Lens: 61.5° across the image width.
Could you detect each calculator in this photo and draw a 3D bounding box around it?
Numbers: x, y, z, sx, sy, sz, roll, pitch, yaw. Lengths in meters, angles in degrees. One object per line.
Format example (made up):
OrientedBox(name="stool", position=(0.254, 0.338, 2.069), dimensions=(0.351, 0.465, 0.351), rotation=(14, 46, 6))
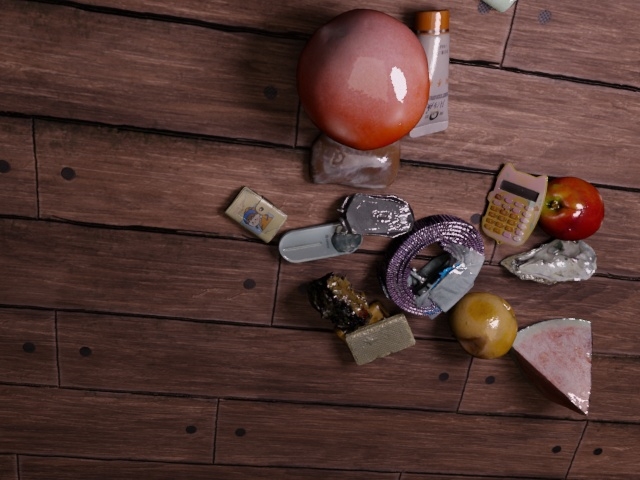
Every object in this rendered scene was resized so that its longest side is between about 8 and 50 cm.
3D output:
OrientedBox(name="calculator", position=(0.554, -0.096, 1.547), dimensions=(0.157, 0.033, 0.236), rotation=(28, 115, 29))

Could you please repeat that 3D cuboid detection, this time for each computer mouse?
OrientedBox(name="computer mouse", position=(0.157, -0.066, 1.537), dimensions=(0.231, 0.071, 0.126), rotation=(2, 85, -9))

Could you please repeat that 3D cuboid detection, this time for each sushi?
OrientedBox(name="sushi", position=(0.060, 0.177, 1.609), dimensions=(0.115, 0.147, 0.212), rotation=(-38, 121, 16))

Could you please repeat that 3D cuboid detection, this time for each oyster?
OrientedBox(name="oyster", position=(0.714, 0.074, 1.645), dimensions=(0.252, 0.087, 0.199), rotation=(-36, 101, 2))

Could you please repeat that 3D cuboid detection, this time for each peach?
OrientedBox(name="peach", position=(0.717, -0.085, 1.536), dimensions=(0.197, 0.197, 0.197), rotation=(-2, 113, -4))

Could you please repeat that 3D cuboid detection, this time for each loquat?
OrientedBox(name="loquat", position=(0.494, 0.262, 1.646), dimensions=(0.213, 0.213, 0.213), rotation=(-2, 113, -4))

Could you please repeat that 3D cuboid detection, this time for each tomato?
OrientedBox(name="tomato", position=(0.098, -0.387, 1.278), dimensions=(0.322, 0.321, 0.321), rotation=(-2, 113, -4))

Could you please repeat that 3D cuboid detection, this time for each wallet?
OrientedBox(name="wallet", position=(-0.182, -0.074, 1.530), dimensions=(0.155, 0.039, 0.110), rotation=(35, 107, -18))

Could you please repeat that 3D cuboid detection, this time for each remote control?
OrientedBox(name="remote control", position=(0.000, 0.000, 1.570), dimensions=(0.247, 0.052, 0.104), rotation=(-9, 114, -2))

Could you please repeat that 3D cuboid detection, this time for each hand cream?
OrientedBox(name="hand cream", position=(0.279, -0.429, 1.398), dimensions=(0.140, 0.089, 0.314), rotation=(-21, 122, -26))

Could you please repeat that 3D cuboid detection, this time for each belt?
OrientedBox(name="belt", position=(0.332, 0.071, 1.596), dimensions=(0.260, 0.122, 0.325), rotation=(43, 101, -12))

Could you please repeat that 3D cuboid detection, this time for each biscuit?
OrientedBox(name="biscuit", position=(0.187, 0.309, 1.682), dimensions=(0.199, 0.040, 0.121), rotation=(-22, 112, 4))
OrientedBox(name="biscuit", position=(0.156, 0.295, 1.716), dimensions=(0.183, 0.039, 0.174), rotation=(-32, 114, 9))

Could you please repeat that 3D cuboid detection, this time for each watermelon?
OrientedBox(name="watermelon", position=(0.726, 0.418, 1.716), dimensions=(0.251, 0.292, 0.283), rotation=(2, 117, 26))

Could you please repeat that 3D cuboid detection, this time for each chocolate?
OrientedBox(name="chocolate", position=(0.097, -0.213, 1.474), dimensions=(0.254, 0.080, 0.156), rotation=(4, 112, -7))

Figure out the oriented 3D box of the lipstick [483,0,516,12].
OrientedBox(name="lipstick", position=(0.352, -0.663, 1.314), dimensions=(0.304, 0.076, 0.076), rotation=(25, 108, -15))
